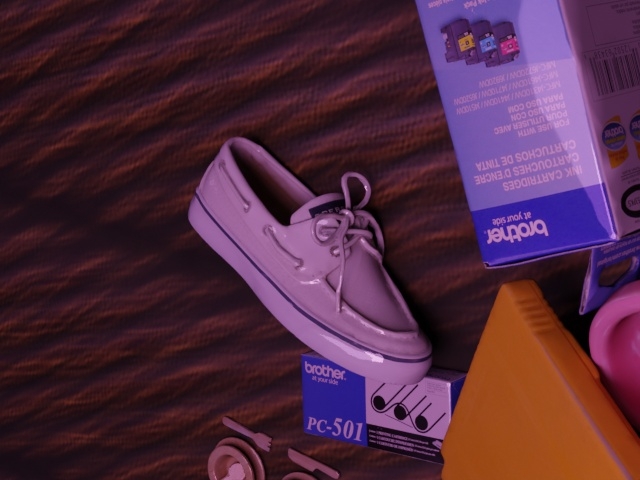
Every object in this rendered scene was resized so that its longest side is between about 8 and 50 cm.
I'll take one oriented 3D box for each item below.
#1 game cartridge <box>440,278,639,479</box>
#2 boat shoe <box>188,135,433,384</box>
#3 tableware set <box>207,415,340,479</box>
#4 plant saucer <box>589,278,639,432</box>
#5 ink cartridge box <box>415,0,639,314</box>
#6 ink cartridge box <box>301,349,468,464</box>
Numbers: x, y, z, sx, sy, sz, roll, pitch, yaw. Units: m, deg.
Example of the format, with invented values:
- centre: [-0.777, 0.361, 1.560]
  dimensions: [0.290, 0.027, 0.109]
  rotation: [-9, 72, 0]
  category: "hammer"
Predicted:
- centre: [0.224, 0.245, 1.457]
  dimensions: [0.285, 0.052, 0.324]
  rotation: [105, 150, -42]
  category: "game cartridge"
- centre: [0.005, -0.002, 1.681]
  dimensions: [0.367, 0.136, 0.156]
  rotation: [43, 122, 34]
  category: "boat shoe"
- centre: [-0.069, 0.308, 1.869]
  dimensions: [0.194, 0.039, 0.128]
  rotation: [22, 115, 33]
  category: "tableware set"
- centre: [0.395, 0.134, 1.332]
  dimensions: [0.332, 0.084, 0.332]
  rotation: [32, 156, 16]
  category: "plant saucer"
- centre: [0.238, -0.140, 1.349]
  dimensions: [0.151, 0.270, 0.395]
  rotation: [-14, 92, 43]
  category: "ink cartridge box"
- centre: [0.072, 0.183, 1.718]
  dimensions: [0.207, 0.046, 0.097]
  rotation: [7, 105, 38]
  category: "ink cartridge box"
